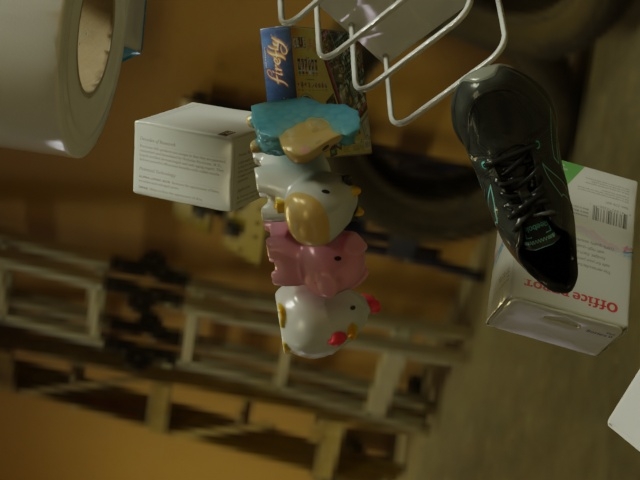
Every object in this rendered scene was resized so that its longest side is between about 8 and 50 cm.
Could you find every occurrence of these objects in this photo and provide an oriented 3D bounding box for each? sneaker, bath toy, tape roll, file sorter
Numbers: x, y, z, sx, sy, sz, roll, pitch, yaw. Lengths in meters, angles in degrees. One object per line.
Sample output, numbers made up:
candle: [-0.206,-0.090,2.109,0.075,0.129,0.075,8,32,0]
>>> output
sneaker: [0.208,-0.059,1.494,0.106,0.101,0.267,-101,-14,-50]
bath toy: [0.000,0.000,1.735,0.151,0.129,0.348,-101,4,-49]
tape roll: [-0.285,-0.234,1.613,0.286,0.100,0.286,8,-90,-85]
file sorter: [0.058,-0.297,1.719,0.193,0.277,0.173,-35,33,27]

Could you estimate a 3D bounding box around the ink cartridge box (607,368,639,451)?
ink cartridge box: [0.372,0.122,1.363,0.086,0.203,0.148,40,116,32]

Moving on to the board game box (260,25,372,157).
board game box: [-0.002,-0.185,1.909,0.243,0.042,0.165,-12,-83,-68]

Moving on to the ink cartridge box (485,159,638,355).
ink cartridge box: [0.297,0.016,1.843,0.093,0.154,0.212,118,165,-57]

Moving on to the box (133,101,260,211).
box: [-0.170,-0.134,2.345,0.181,0.182,0.119,-29,-54,-60]

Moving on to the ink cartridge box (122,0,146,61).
ink cartridge box: [-0.370,-0.325,2.058,0.232,0.168,0.171,-16,66,46]
